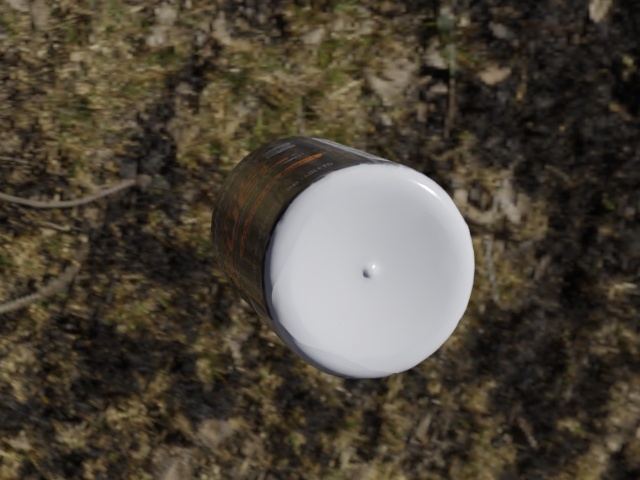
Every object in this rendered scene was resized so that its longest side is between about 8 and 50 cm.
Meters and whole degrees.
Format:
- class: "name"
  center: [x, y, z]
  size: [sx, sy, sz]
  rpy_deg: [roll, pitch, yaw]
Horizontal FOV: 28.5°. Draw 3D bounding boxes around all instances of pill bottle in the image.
- class: "pill bottle"
  center: [0.000, 0.000, 0.834]
  size: [0.131, 0.246, 0.130]
  rpy_deg: [-2, 100, -14]
